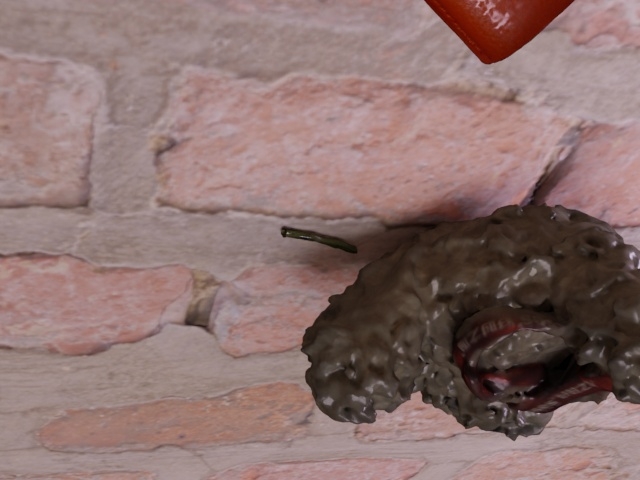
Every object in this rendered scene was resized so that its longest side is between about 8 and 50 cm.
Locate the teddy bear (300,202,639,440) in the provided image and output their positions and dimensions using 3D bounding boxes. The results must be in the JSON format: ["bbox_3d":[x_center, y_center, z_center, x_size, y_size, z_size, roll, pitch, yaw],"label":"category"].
[{"bbox_3d":[0.194,0.120,0.919,0.358,0.224,0.367,-7,147,16],"label":"teddy bear"}]

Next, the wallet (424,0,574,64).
[{"bbox_3d":[0.081,-0.203,0.483,0.142,0.045,0.204,-41,124,19],"label":"wallet"}]

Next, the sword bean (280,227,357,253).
[{"bbox_3d":[0.000,0.000,0.863,0.083,0.012,0.012,13,135,-29],"label":"sword bean"}]
